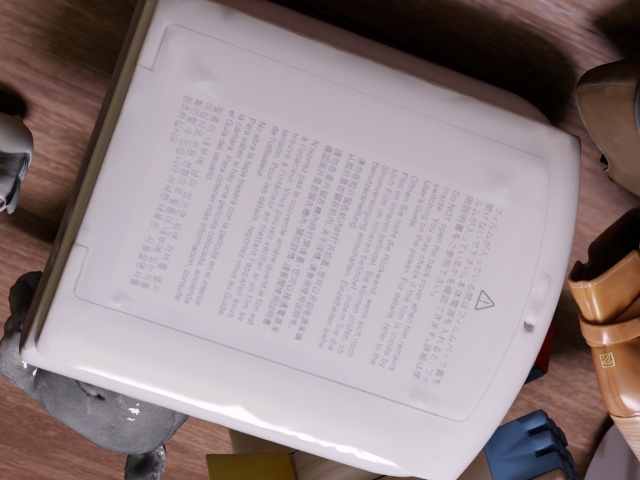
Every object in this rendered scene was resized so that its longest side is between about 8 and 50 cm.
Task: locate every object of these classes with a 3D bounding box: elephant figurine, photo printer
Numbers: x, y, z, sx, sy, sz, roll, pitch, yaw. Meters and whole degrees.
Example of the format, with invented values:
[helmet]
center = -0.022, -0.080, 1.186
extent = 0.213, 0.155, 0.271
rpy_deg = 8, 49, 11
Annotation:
[elephant figurine]
center = -0.112, 0.040, 1.195
extent = 0.186, 0.169, 0.239
rpy_deg = 33, 141, -19
[photo printer]
center = 0.000, 0.000, 1.076
extent = 0.307, 0.256, 0.107
rpy_deg = 18, -176, -12

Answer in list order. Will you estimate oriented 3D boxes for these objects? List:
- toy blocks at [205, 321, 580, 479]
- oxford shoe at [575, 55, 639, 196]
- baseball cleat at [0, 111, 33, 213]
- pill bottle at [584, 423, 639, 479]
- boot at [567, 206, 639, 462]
[toy blocks]
center = 0.090, 0.220, 1.253
extent = 0.261, 0.381, 0.191
rpy_deg = -25, 143, 16
[oxford shoe]
center = 0.234, -0.049, 1.105
extent = 0.096, 0.083, 0.227
rpy_deg = 10, 155, 43
[baseball cleat]
center = -0.298, -0.049, 1.172
extent = 0.206, 0.109, 0.072
rpy_deg = 0, 146, 15
[pill bottle]
center = 0.388, 0.256, 1.336
extent = 0.363, 0.210, 0.210
rpy_deg = 14, 142, -5
[boot]
center = 0.235, 0.043, 1.161
extent = 0.073, 0.197, 0.152
rpy_deg = -14, 111, 35
